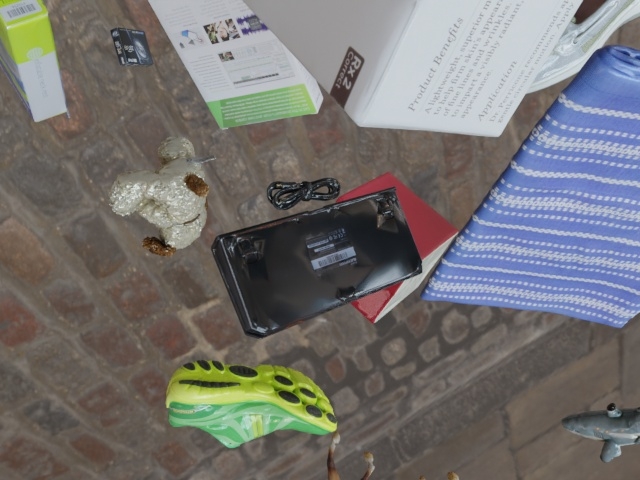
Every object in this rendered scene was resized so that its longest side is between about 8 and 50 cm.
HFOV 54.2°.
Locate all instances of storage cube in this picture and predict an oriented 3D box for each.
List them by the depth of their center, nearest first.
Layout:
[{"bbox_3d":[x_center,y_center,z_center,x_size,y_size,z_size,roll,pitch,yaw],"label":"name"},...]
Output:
[{"bbox_3d":[0.119,0.012,1.242,0.215,0.193,0.184,-31,158,-47],"label":"storage cube"}]

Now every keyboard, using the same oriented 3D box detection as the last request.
[{"bbox_3d":[0.000,0.000,0.494,0.180,0.108,0.023,-18,176,-37],"label":"keyboard"}]

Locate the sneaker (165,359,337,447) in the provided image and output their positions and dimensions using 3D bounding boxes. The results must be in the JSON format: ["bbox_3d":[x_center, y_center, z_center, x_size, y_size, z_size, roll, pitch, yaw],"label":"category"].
[{"bbox_3d":[-0.114,0.278,1.044,0.295,0.109,0.124,15,119,-19],"label":"sneaker"}]

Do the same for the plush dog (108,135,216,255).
[{"bbox_3d":[-0.332,-0.083,1.471,0.262,0.210,0.226,-51,154,-37],"label":"plush dog"}]

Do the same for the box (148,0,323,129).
[{"bbox_3d":[-0.157,-0.365,1.176,0.232,0.059,0.322,-4,134,25],"label":"box"}]

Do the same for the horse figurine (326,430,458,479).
[{"bbox_3d":[0.079,0.362,0.815,0.174,0.263,0.066,-58,158,-46],"label":"horse figurine"}]

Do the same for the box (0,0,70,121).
[{"bbox_3d":[-0.292,-0.196,0.602,0.042,0.109,0.178,-30,171,-24],"label":"box"}]

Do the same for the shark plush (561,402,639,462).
[{"bbox_3d":[0.398,0.241,0.823,0.073,0.067,0.161,-56,-174,-28],"label":"shark plush"}]

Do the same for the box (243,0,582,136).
[{"bbox_3d":[0.056,-0.183,0.359,0.119,0.182,0.181,-2,132,-37],"label":"box"}]

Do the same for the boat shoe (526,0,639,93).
[{"bbox_3d":[0.366,-0.329,0.875,0.320,0.118,0.103,-35,131,11],"label":"boat shoe"}]

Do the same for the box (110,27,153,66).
[{"bbox_3d":[-0.356,-0.365,1.185,0.018,0.083,0.067,-11,98,23],"label":"box"}]

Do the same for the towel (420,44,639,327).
[{"bbox_3d":[0.259,-0.015,0.550,0.243,0.040,0.336,8,144,-10],"label":"towel"}]
